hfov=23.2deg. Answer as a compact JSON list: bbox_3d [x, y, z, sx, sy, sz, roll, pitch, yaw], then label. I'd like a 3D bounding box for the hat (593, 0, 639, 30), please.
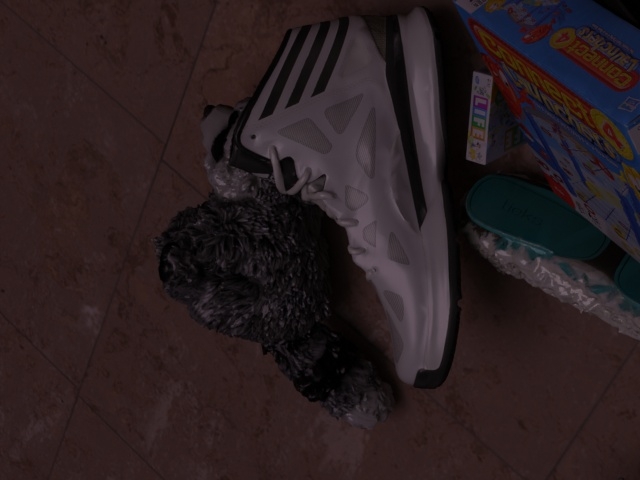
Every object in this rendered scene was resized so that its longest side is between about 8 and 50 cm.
[{"bbox_3d":[0.307,-0.292,1.575,0.134,0.331,0.331,-35,83,3],"label":"hat"}]

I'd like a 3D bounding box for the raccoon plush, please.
[{"bbox_3d":[0.000,0.000,2.030,0.446,0.216,0.299,36,120,-14],"label":"raccoon plush"}]

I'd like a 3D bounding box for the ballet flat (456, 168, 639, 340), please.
[{"bbox_3d":[0.338,0.040,1.757,0.409,0.147,0.147,28,125,33],"label":"ballet flat"}]

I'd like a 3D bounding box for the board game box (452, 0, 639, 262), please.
[{"bbox_3d":[0.295,-0.103,1.554,0.302,0.086,0.308,55,176,-40],"label":"board game box"}]

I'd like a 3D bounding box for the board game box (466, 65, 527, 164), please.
[{"bbox_3d":[0.218,-0.156,1.732,0.026,0.154,0.103,20,121,33],"label":"board game box"}]

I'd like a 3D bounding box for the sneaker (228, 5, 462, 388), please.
[{"bbox_3d":[0.025,-0.042,1.828,0.257,0.169,0.447,-5,88,-1],"label":"sneaker"}]

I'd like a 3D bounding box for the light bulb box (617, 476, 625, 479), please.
[{"bbox_3d":[0.389,0.538,1.795,0.358,0.225,0.361,35,141,24],"label":"light bulb box"}]
